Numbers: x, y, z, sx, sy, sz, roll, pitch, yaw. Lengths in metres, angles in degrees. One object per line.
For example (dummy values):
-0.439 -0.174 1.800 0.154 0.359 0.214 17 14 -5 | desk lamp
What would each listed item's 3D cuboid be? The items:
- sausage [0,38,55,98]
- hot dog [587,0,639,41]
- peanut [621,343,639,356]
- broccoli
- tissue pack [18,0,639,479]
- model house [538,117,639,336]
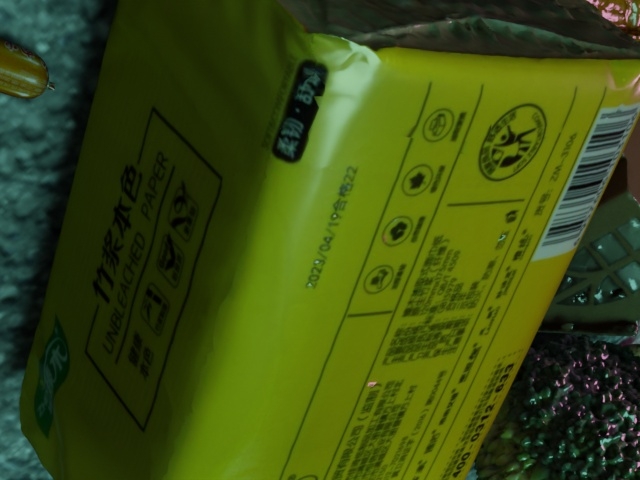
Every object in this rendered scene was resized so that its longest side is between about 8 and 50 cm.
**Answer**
-0.191 -0.102 0.669 0.107 0.031 0.031 15 113 -47 | sausage
0.226 -0.159 0.949 0.249 0.102 0.076 -6 170 -42 | hot dog
0.337 0.147 1.359 0.083 0.037 0.037 -41 142 -1 | peanut
0.237 0.217 1.183 0.302 0.249 0.375 -25 -177 18 | broccoli
0.000 0.000 0.774 0.293 0.228 0.382 -6 126 -39 | tissue pack
0.176 0.001 1.025 0.248 0.181 0.176 -35 105 29 | model house
